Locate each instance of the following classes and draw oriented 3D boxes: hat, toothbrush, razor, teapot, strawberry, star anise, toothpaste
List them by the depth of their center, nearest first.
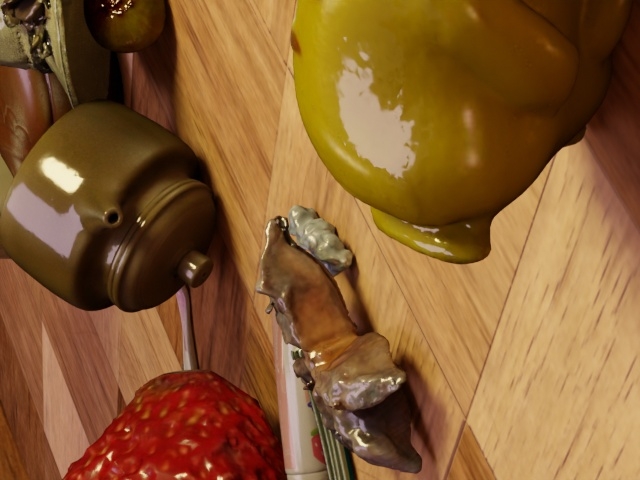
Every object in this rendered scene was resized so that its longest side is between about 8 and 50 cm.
[{"bbox_3d":[0.012,0.099,1.434,0.208,0.063,0.172,52,164,33],"label":"star anise"},{"bbox_3d":[0.009,0.178,1.572,0.068,0.037,0.191,-9,94,30],"label":"razor"},{"bbox_3d":[-0.019,0.127,1.618,0.067,0.043,0.194,174,87,-75],"label":"toothpaste"},{"bbox_3d":[-0.134,0.291,1.684,0.292,0.292,0.310,-176,70,-71],"label":"strawberry"},{"bbox_3d":[-0.172,-0.011,1.772,0.175,0.185,0.268,35,180,19],"label":"teapot"},{"bbox_3d":[-0.281,-0.235,1.799,0.257,0.130,0.257,-2,-90,-86],"label":"hat"},{"bbox_3d":[-0.146,0.063,1.970,0.017,0.022,0.204,29,134,44],"label":"toothbrush"}]

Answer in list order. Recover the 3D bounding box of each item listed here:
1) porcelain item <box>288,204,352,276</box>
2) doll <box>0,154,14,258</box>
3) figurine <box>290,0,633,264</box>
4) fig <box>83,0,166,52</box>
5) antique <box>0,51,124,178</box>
[{"bbox_3d":[0.000,0.000,1.468,0.083,0.028,0.036,46,164,53],"label":"porcelain item"},{"bbox_3d":[-0.407,-0.061,2.193,0.226,0.370,0.215,1,104,50],"label":"doll"},{"bbox_3d":[0.072,-0.164,0.908,0.169,0.218,0.326,22,130,16],"label":"figurine"},{"bbox_3d":[-0.177,-0.212,1.770,0.084,0.082,0.098,47,-175,20],"label":"fig"},{"bbox_3d":[-0.292,-0.178,2.034,0.223,0.129,0.278,-154,51,-68],"label":"antique"}]
